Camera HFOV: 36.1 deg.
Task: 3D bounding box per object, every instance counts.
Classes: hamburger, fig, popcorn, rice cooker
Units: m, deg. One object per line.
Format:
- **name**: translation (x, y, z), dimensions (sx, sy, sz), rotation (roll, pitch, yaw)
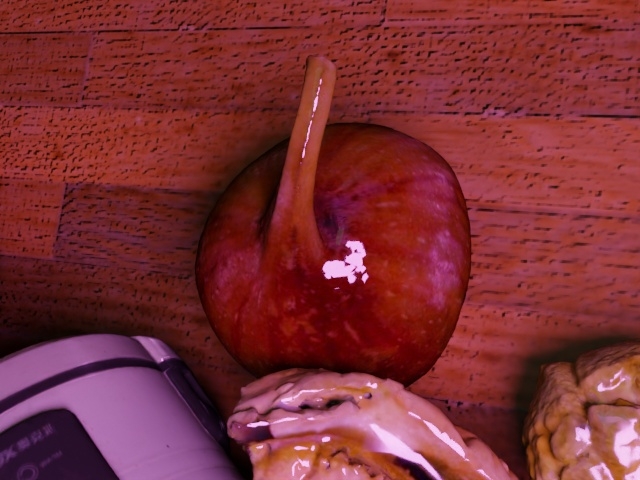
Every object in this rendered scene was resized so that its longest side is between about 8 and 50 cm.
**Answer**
- **hamburger**: translation (0.043, 0.148, 0.526), dimensions (0.155, 0.135, 0.207), rotation (-21, 99, 11)
- **fig**: translation (-0.001, 0.007, 0.563), dimensions (0.175, 0.207, 0.175), rotation (-2, 82, 17)
- **popcorn**: translation (0.165, 0.108, 0.530), dimensions (0.120, 0.116, 0.106), rotation (-64, 20, -3)
- **rice cooker**: translation (-0.146, 0.178, 0.589), dimensions (0.226, 0.226, 0.244), rotation (-46, 63, 9)
